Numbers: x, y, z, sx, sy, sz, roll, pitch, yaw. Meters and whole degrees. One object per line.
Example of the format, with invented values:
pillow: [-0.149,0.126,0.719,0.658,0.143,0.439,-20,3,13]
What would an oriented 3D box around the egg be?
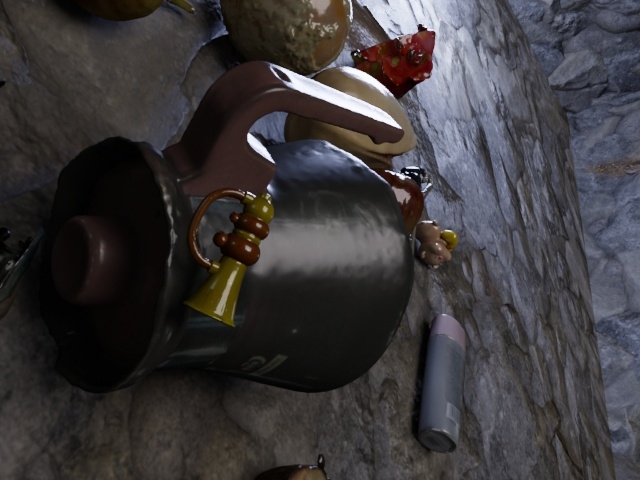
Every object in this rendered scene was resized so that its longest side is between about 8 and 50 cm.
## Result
egg: [-0.057,-0.372,1.013,0.203,0.203,0.245,6,45,-55]

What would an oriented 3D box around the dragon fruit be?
dragon fruit: [0.193,-0.399,1.439,0.274,0.161,0.126,-30,98,-59]

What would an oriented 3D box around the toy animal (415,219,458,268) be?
toy animal: [0.251,0.011,1.399,0.114,0.091,0.082,49,53,-34]

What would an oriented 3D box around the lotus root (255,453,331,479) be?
lotus root: [-0.017,0.415,0.807,0.170,0.074,0.260,-19,92,-57]

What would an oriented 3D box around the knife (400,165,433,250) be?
knife: [0.187,-0.039,1.345,0.089,0.043,0.365,20,50,-5]

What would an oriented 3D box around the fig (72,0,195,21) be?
fig: [-0.231,-0.351,0.826,0.257,0.159,0.159,9,66,-73]

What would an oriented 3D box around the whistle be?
whistle: [-0.076,0.008,0.503,0.046,0.057,0.109,88,21,-81]

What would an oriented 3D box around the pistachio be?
pistachio: [0.057,-0.190,1.097,0.299,0.188,0.187,6,70,-55]

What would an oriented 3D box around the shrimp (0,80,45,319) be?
shrimp: [-0.326,-0.006,0.557,0.178,0.075,0.289,54,35,-39]

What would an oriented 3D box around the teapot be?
teapot: [-0.078,0.002,0.672,0.362,0.376,0.305,2,43,-49]

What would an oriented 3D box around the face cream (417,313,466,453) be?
face cream: [0.247,0.281,1.267,0.107,0.073,0.269,54,36,-34]

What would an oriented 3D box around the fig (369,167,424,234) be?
fig: [0.072,-0.021,1.075,0.143,0.230,0.160,36,18,11]
